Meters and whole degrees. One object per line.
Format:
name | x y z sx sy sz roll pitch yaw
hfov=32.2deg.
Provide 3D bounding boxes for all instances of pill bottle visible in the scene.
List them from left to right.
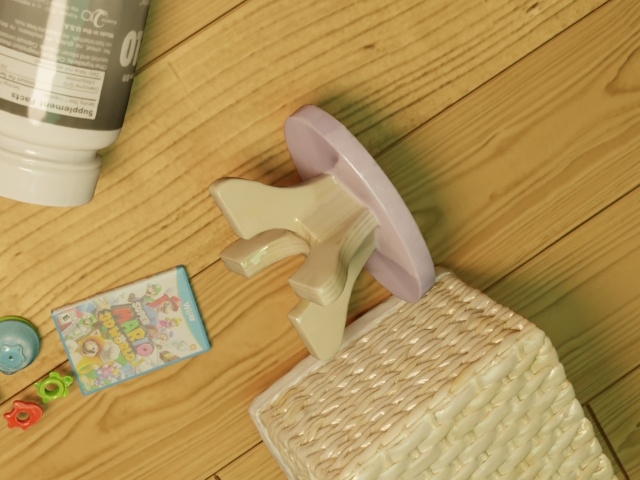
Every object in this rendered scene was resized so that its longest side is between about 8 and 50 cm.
pill bottle | -0.274 -0.190 1.160 0.161 0.161 0.283 10 106 -20

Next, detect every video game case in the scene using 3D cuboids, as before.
video game case | -0.230 0.110 1.356 0.166 0.015 0.119 -20 113 -10

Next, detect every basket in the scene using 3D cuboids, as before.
basket | 0.152 0.266 1.373 0.331 0.266 0.328 -36 114 -13

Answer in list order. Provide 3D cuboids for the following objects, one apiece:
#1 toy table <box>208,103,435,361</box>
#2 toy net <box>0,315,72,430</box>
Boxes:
toy table | 0.000 0.000 1.278 0.161 0.252 0.274 -40 103 -18
toy net | -0.416 0.197 1.316 0.232 0.045 0.122 -37 117 0
